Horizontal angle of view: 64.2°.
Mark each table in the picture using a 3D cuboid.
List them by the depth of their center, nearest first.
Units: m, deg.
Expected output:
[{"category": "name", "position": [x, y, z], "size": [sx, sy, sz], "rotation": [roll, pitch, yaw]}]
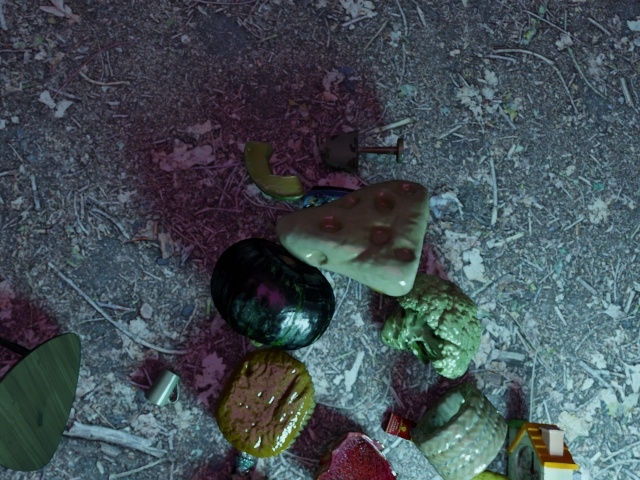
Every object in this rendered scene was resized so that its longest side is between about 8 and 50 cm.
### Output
[{"category": "table", "position": [-0.742, 0.333, 1.168], "size": [0.249, 0.317, 0.317], "rotation": [8, 78, 8]}]

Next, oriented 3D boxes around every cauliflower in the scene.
[{"category": "cauliflower", "position": [0.283, 0.227, 1.324], "size": [0.250, 0.272, 0.275], "rotation": [-15, 79, 29]}]

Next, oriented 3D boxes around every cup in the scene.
[{"category": "cup", "position": [-0.385, 0.370, 1.275], "size": [0.075, 0.054, 0.083], "rotation": [31, 75, 0]}]

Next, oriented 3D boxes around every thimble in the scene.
[{"category": "thimble", "position": [0.348, 0.474, 1.277], "size": [0.229, 0.196, 0.148], "rotation": [-39, 88, -26]}]

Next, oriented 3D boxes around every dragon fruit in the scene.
[{"category": "dragon fruit", "position": [0.089, 0.578, 1.276], "size": [0.274, 0.126, 0.161], "rotation": [41, 42, -19]}]

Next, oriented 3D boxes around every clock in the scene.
[{"category": "clock", "position": [0.538, 0.588, 1.274], "size": [0.106, 0.220, 0.255], "rotation": [7, 78, -8]}]

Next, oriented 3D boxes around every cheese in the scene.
[{"category": "cheese", "position": [0.100, -0.052, 1.252], "size": [0.351, 0.130, 0.328], "rotation": [20, 54, 15]}]

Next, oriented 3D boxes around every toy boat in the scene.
[{"category": "toy boat", "position": [0.064, -0.086, 1.391], "size": [0.223, 0.100, 0.097], "rotation": [9, 59, -4]}]

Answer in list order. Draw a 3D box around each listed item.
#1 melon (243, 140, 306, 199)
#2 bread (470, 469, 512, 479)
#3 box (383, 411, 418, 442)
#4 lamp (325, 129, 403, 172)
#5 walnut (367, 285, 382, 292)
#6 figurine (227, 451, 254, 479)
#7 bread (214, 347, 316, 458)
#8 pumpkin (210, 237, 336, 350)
[{"category": "melon", "position": [-0.137, -0.187, 1.409], "size": [0.118, 0.064, 0.210], "rotation": [-28, 82, -11]}, {"category": "bread", "position": [0.425, 0.657, 1.293], "size": [0.065, 0.187, 0.150], "rotation": [15, 65, -50]}, {"category": "box", "position": [0.214, 0.494, 1.348], "size": [0.082, 0.023, 0.052], "rotation": [22, 79, -3]}, {"category": "lamp", "position": [0.121, -0.247, 1.420], "size": [0.214, 0.121, 0.121], "rotation": [2, 79, 4]}, {"category": "walnut", "position": [0.158, 0.049, 1.353], "size": [0.159, 0.159, 0.207], "rotation": [-27, 76, -11]}, {"category": "figurine", "position": [-0.201, 0.571, 1.266], "size": [0.060, 0.047, 0.106], "rotation": [24, 73, -19]}, {"category": "bread", "position": [-0.131, 0.398, 1.262], "size": [0.227, 0.142, 0.253], "rotation": [35, 79, 7]}, {"category": "pumpkin", "position": [-0.120, 0.142, 1.238], "size": [0.315, 0.315, 0.239], "rotation": [28, 94, -2]}]
